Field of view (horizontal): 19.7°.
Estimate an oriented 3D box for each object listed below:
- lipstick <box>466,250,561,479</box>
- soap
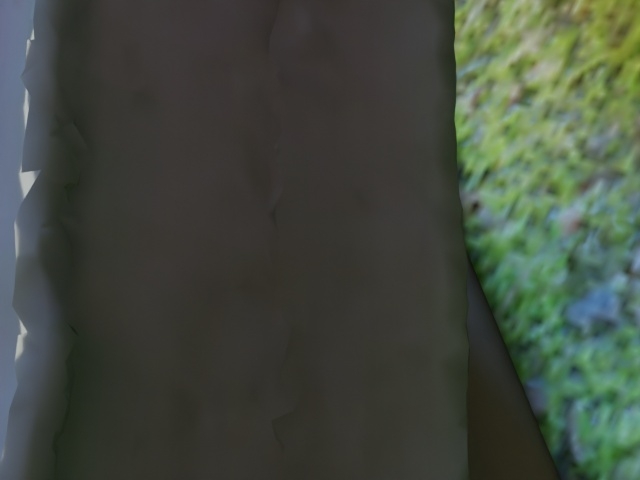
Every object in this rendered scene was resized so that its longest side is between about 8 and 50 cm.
[{"bbox_3d":[0.000,0.000,0.489,0.070,0.070,0.254,-41,43,23],"label":"lipstick"},{"bbox_3d":[-0.088,0.087,0.428,0.296,0.107,0.285,-28,55,56],"label":"soap"}]
